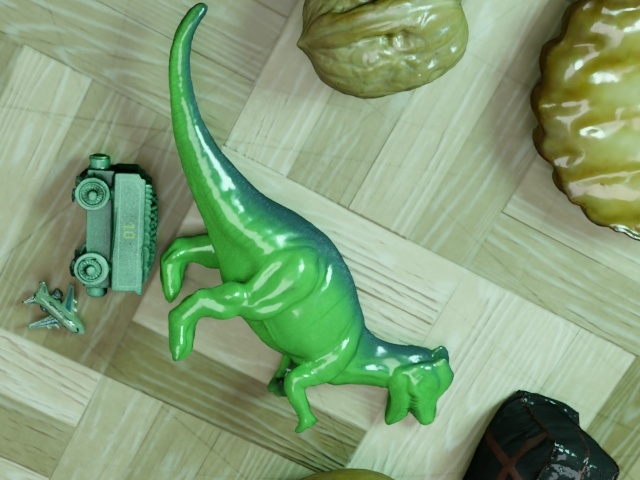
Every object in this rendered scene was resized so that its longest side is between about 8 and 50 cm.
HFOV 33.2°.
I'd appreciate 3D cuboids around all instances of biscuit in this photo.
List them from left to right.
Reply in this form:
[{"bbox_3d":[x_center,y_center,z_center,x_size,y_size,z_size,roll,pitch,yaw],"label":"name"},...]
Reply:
[{"bbox_3d":[0.395,-0.159,1.195,0.326,0.107,0.325,2,111,6],"label":"biscuit"}]

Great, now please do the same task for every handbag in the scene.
[{"bbox_3d":[0.262,0.313,1.320,0.155,0.169,0.215,21,106,-9],"label":"handbag"}]

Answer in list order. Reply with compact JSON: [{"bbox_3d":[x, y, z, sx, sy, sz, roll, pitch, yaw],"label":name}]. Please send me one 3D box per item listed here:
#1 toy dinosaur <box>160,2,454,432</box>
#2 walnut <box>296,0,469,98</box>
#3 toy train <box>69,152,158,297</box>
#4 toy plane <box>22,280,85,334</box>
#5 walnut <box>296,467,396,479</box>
[{"bbox_3d":[0.000,0.000,1.229,0.375,0.144,0.499,5,113,-8],"label":"toy dinosaur"},{"bbox_3d":[0.064,-0.231,1.142,0.184,0.155,0.155,-16,108,2],"label":"walnut"},{"bbox_3d":[-0.240,-0.016,1.253,0.100,0.070,0.171,2,107,-10],"label":"toy train"},{"bbox_3d":[-0.318,0.085,1.301,0.080,0.033,0.083,-44,111,11],"label":"toy plane"},{"bbox_3d":[0.027,0.383,1.334,0.222,0.195,0.195,-8,109,9],"label":"walnut"}]
